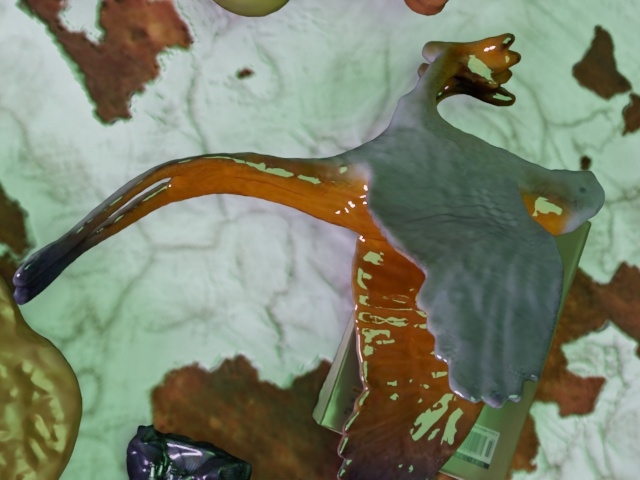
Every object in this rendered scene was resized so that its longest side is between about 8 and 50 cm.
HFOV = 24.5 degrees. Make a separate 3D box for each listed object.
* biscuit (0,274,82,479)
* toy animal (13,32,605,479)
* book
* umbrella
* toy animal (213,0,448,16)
[{"bbox_3d":[-0.305,0.141,0.814,0.312,0.057,0.351,20,71,-20],"label":"biscuit"},{"bbox_3d":[0.013,-0.017,0.912,0.284,0.225,0.302,28,62,5],"label":"toy animal"},{"bbox_3d":[0.090,0.053,0.981,0.138,0.016,0.198,23,79,-13],"label":"book"},{"bbox_3d":[-0.113,0.224,0.882,0.080,0.071,0.224,16,85,13],"label":"umbrella"},{"bbox_3d":[-0.061,-0.248,0.869,0.338,0.191,0.216,5,84,-16],"label":"toy animal"}]
